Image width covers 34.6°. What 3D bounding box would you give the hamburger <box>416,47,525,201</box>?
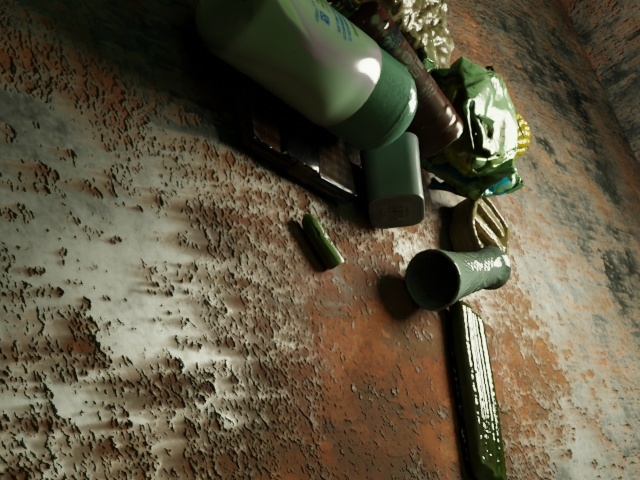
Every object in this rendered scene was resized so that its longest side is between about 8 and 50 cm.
[{"bbox_3d":[0.262,-0.203,1.799,0.275,0.150,0.261,6,84,-36],"label":"hamburger"}]

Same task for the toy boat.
[{"bbox_3d":[0.284,-0.002,1.850,0.116,0.061,0.188,51,29,-19],"label":"toy boat"}]

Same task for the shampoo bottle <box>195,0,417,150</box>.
[{"bbox_3d":[-0.002,-0.252,1.461,0.349,0.151,0.222,30,13,-38],"label":"shampoo bottle"}]

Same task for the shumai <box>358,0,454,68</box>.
[{"bbox_3d":[0.137,-0.408,1.927,0.346,0.216,0.283,-42,131,-66],"label":"shumai"}]

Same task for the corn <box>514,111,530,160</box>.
[{"bbox_3d":[0.333,-0.209,2.064,0.321,0.119,0.119,-7,70,-56],"label":"corn"}]

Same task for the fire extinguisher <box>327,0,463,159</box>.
[{"bbox_3d":[0.106,-0.299,1.628,0.138,0.102,0.344,-45,112,-19],"label":"fire extinguisher"}]

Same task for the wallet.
[{"bbox_3d":[-0.035,-0.143,1.489,0.230,0.042,0.124,30,38,-46],"label":"wallet"}]

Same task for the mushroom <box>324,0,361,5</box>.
[{"bbox_3d":[-0.031,-0.386,1.641,0.350,0.128,0.128,9,56,-61],"label":"mushroom"}]

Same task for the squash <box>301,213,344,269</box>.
[{"bbox_3d":[0.000,0.000,1.425,0.083,0.027,0.027,56,28,-5],"label":"squash"}]

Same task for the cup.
[{"bbox_3d":[0.114,-0.086,1.625,0.128,0.095,0.130,82,4,-55],"label":"cup"}]

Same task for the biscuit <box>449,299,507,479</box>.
[{"bbox_3d":[0.244,0.233,1.593,0.099,0.038,0.323,41,34,-37],"label":"biscuit"}]

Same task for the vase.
[{"bbox_3d":[0.231,0.053,1.659,0.219,0.096,0.096,-7,69,-56],"label":"vase"}]
